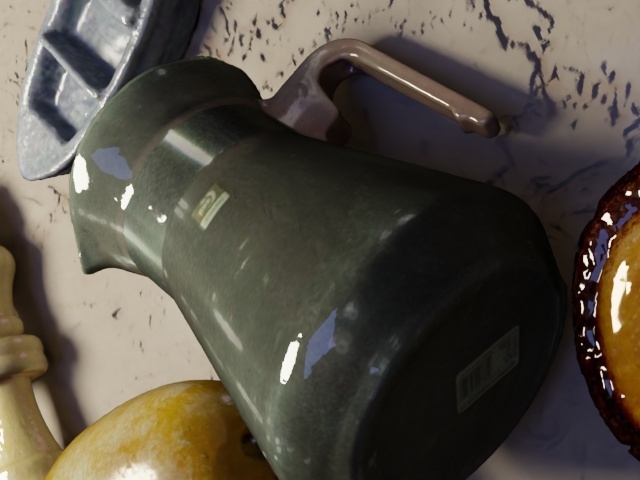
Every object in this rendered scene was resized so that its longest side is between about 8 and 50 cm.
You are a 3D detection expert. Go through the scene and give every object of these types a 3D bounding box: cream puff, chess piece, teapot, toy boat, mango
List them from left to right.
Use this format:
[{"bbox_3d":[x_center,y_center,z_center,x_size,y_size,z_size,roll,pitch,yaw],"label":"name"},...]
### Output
[{"bbox_3d":[-0.338,0.128,1.169,0.117,0.117,0.397,-29,76,35],"label":"chess piece"},{"bbox_3d":[-0.210,-0.171,1.066,0.127,0.078,0.283,44,118,25],"label":"toy boat"},{"bbox_3d":[-0.137,0.253,0.971,0.221,0.199,0.384,45,126,1],"label":"mango"},{"bbox_3d":[0.000,0.000,0.840,0.344,0.253,0.300,36,81,34],"label":"teapot"},{"bbox_3d":[0.271,0.040,0.666,0.239,0.164,0.239,4,97,37],"label":"cream puff"}]
